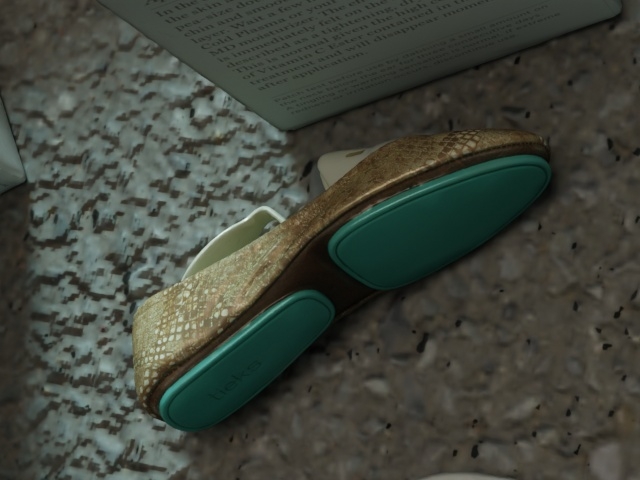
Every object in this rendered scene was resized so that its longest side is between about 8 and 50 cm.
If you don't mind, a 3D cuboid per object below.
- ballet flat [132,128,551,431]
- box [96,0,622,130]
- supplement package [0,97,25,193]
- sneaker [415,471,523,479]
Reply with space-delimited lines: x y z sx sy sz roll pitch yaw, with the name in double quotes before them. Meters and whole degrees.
"ballet flat" 0.000 0.000 0.841 0.206 0.073 0.067 -33 53 8
"box" -0.028 -0.206 0.748 0.168 0.345 0.215 -18 70 17
"supplement package" -0.289 -0.050 0.932 0.244 0.134 0.139 -25 69 15
"sneaker" 0.120 0.174 0.718 0.290 0.123 0.106 35 93 27
